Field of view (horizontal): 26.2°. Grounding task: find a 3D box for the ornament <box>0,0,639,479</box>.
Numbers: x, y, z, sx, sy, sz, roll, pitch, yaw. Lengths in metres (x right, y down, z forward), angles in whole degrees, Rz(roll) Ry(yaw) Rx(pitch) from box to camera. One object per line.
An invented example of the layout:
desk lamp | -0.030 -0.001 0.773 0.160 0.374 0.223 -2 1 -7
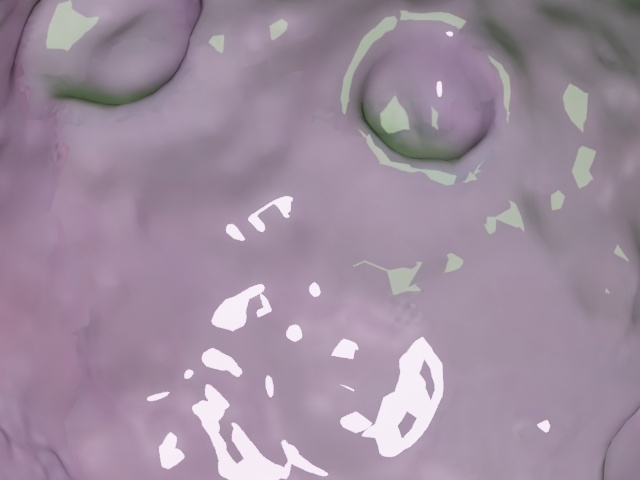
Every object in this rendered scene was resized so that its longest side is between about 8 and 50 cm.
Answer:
ornament | 0.000 0.000 0.536 0.337 0.337 0.337 21 47 -24
